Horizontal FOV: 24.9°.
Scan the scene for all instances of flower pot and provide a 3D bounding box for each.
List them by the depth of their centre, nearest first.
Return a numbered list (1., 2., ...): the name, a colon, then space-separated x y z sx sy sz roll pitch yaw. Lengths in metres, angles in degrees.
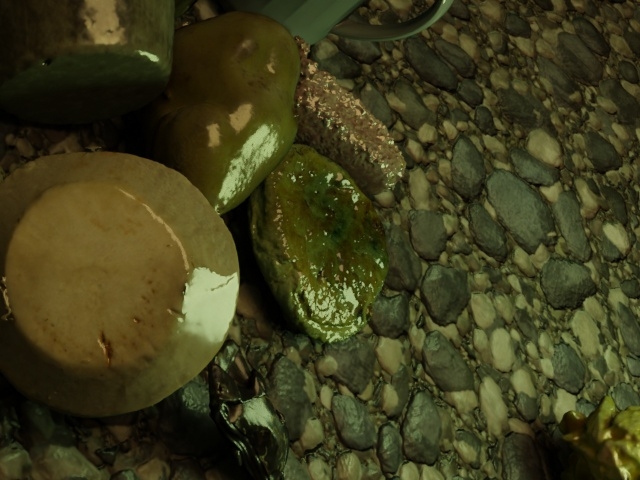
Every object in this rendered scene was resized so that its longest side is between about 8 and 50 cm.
1. flower pot: -0.315 -0.329 1.772 0.293 0.293 0.330 5 69 -41

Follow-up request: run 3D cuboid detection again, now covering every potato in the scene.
1. potato: -0.135 -0.156 1.856 0.202 0.218 0.351 33 45 -25

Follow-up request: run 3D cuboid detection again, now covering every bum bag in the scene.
1. bum bag: -0.083 0.219 1.730 0.102 0.069 0.248 -96 170 -47

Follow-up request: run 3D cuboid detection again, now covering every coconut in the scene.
1. coconut: -0.236 0.049 1.588 0.323 0.323 0.323 23 51 -31

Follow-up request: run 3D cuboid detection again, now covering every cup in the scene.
1. cup: 0.032 -0.415 2.095 0.323 0.327 0.237 52 41 -3

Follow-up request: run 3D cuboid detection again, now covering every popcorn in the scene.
1. popcorn: 0.439 0.321 2.108 0.185 0.187 0.167 55 43 -34

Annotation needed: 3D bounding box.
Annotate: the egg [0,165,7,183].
1. egg: -0.405 -0.053 1.645 0.085 0.085 0.110 47 49 -9

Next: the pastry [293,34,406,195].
1. pastry: 0.015 -0.163 2.087 0.265 0.103 0.112 47 38 -6

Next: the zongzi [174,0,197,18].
1. zongzi: -0.148 -0.520 2.007 0.160 0.323 0.360 35 40 -33

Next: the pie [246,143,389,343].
1. pie: 0.000 0.000 1.967 0.277 0.078 0.277 33 45 -41
